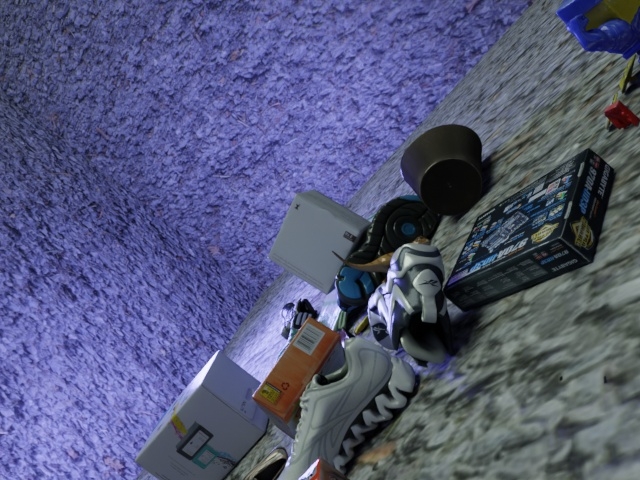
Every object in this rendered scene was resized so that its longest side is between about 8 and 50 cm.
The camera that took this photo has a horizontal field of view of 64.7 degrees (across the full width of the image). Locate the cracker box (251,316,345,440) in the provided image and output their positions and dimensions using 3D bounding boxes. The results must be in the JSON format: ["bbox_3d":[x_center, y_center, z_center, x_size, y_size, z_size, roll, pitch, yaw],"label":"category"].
[{"bbox_3d":[-0.026,0.248,0.866,0.155,0.067,0.232,-53,-23,-23],"label":"cracker box"}]

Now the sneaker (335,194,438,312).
[{"bbox_3d":[0.144,0.026,1.174,0.341,0.125,0.139,-44,-17,-23],"label":"sneaker"}]

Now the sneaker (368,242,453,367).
[{"bbox_3d":[0.128,0.134,0.739,0.235,0.094,0.153,109,168,-46],"label":"sneaker"}]

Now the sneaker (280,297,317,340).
[{"bbox_3d":[-0.068,0.239,1.657,0.130,0.087,0.227,-48,9,7],"label":"sneaker"}]

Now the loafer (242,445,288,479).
[{"bbox_3d":[-0.107,0.434,0.923,0.125,0.045,0.039,-49,12,-10],"label":"loafer"}]

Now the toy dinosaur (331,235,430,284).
[{"bbox_3d":[0.137,0.053,1.055,0.212,0.112,0.064,-16,-27,-17],"label":"toy dinosaur"}]

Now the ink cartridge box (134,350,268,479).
[{"bbox_3d":[-0.283,0.467,1.282,0.270,0.197,0.198,-49,6,10],"label":"ink cartridge box"}]

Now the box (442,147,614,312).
[{"bbox_3d":[0.279,-0.008,0.695,0.175,0.051,0.220,-55,7,-34],"label":"box"}]

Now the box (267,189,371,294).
[{"bbox_3d":[0.000,0.000,1.218,0.181,0.181,0.119,-64,-14,20],"label":"box"}]

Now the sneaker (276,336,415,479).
[{"bbox_3d":[0.006,0.269,0.736,0.292,0.118,0.110,-52,8,-1],"label":"sneaker"}]

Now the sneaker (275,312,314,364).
[{"bbox_3d":[-0.058,0.304,1.343,0.098,0.083,0.223,86,-161,-44],"label":"sneaker"}]

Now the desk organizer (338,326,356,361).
[{"bbox_3d":[0.055,0.219,1.008,0.050,0.047,0.130,-53,6,-1],"label":"desk organizer"}]

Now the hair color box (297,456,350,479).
[{"bbox_3d":[0.016,0.309,0.508,0.053,0.093,0.167,-49,6,7],"label":"hair color box"}]

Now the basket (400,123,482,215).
[{"bbox_3d":[0.282,-0.156,1.138,0.204,0.154,0.227,-26,19,17],"label":"basket"}]

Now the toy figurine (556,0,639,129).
[{"bbox_3d":[0.458,-0.361,0.729,0.362,0.217,0.191,-54,7,-25],"label":"toy figurine"}]

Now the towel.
[{"bbox_3d":[0.076,0.092,1.332,0.248,0.038,0.324,147,145,-74],"label":"towel"}]

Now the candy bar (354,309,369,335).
[{"bbox_3d":[0.124,0.143,1.101,0.161,0.018,0.040,-51,2,1],"label":"candy bar"}]
